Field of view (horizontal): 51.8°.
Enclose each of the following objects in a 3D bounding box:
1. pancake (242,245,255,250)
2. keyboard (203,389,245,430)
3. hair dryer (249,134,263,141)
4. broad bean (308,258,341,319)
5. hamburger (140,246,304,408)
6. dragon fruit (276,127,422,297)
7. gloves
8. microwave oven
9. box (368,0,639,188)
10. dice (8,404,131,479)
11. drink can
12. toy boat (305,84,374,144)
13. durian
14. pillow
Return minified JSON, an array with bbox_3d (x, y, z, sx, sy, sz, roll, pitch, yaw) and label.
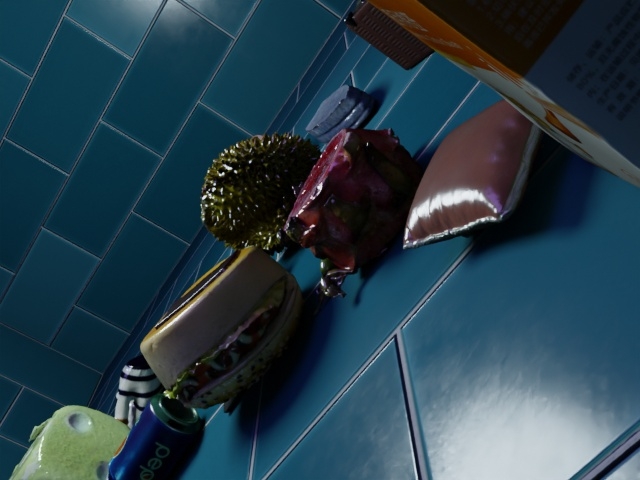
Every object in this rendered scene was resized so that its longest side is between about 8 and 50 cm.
[{"bbox_3d":[-0.133,0.079,1.355,0.130,0.022,0.116,59,145,25],"label":"pancake"},{"bbox_3d":[-0.155,0.242,1.235,0.103,0.041,0.381,-55,9,14],"label":"keyboard"},{"bbox_3d":[-0.201,-0.120,1.856,0.210,0.125,0.352,-56,-9,-24],"label":"hair dryer"},{"bbox_3d":[0.006,-0.007,1.151,0.098,0.056,0.318,-48,20,32],"label":"broad bean"},{"bbox_3d":[-0.157,0.149,1.101,0.300,0.176,0.300,-42,10,9],"label":"hamburger"},{"bbox_3d":[0.035,-0.067,0.969,0.211,0.147,0.282,-16,40,57],"label":"dragon fruit"},{"bbox_3d":[-0.507,0.439,1.843,0.140,0.131,0.219,-139,50,-73],"label":"gloves"},{"bbox_3d":[0.192,-0.499,1.290,0.247,0.178,0.188,-63,13,-16],"label":"microwave oven"},{"bbox_3d":[0.152,-0.182,0.468,0.143,0.341,0.225,-54,16,14],"label":"box"},{"bbox_3d":[-0.591,0.567,1.562,0.252,0.254,0.250,-51,19,22],"label":"dice"},{"bbox_3d":[-0.326,0.407,1.288,0.205,0.118,0.118,-57,15,8],"label":"drink can"},{"bbox_3d":[0.049,-0.293,1.536,0.127,0.078,0.283,-58,13,-9],"label":"toy boat"},{"bbox_3d":[-0.116,-0.106,1.400,0.293,0.258,0.258,-41,22,35],"label":"durian"},{"bbox_3d":[0.171,-0.070,0.702,0.171,0.075,0.179,-65,16,-22],"label":"pillow"}]
